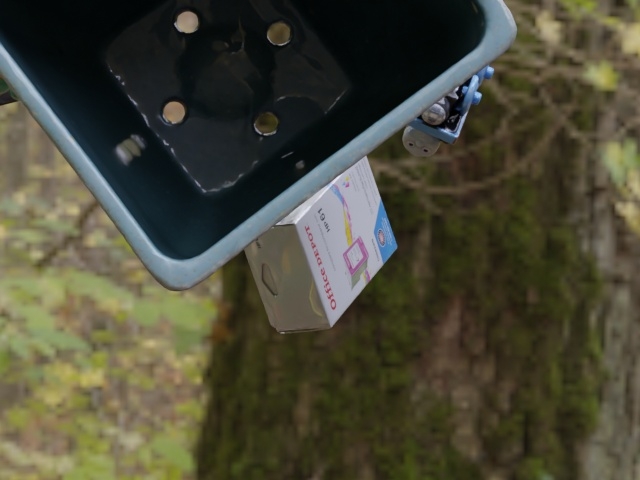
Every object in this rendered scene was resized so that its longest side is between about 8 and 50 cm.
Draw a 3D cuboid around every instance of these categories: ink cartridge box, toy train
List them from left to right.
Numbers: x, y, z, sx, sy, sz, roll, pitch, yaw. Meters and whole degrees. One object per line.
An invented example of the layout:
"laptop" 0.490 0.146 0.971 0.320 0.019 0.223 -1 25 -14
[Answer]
"ink cartridge box" 0.000 0.000 1.280 0.052 0.088 0.122 -5 26 33
"toy train" 0.125 -0.156 1.735 0.080 0.105 0.184 21 41 2

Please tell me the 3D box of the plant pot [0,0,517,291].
"plant pot" -0.062 -0.125 1.079 0.247 0.248 0.252 -37 -4 -5

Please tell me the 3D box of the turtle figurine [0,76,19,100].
"turtle figurine" -0.266 -0.156 1.339 0.118 0.175 0.234 -20 51 -28

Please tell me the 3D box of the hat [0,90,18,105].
"hat" -0.272 -0.268 1.538 0.331 0.331 0.134 4 -3 16
